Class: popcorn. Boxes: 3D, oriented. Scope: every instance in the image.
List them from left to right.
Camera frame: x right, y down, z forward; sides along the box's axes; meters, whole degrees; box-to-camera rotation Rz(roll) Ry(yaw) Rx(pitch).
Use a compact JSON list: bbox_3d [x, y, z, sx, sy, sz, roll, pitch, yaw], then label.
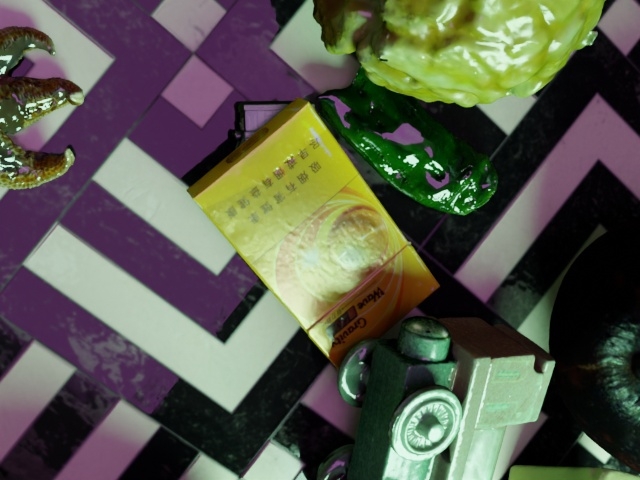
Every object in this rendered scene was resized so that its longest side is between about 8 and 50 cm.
[{"bbox_3d":[0.142,-0.254,0.776,0.247,0.282,0.282,26,92,-32],"label":"popcorn"}]

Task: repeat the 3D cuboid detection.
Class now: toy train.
[{"bbox_3d":[-0.046,-0.118,0.872,0.093,0.038,0.056,-3,97,-15],"label":"toy train"},{"bbox_3d":[0.123,0.228,0.921,0.221,0.150,0.305,2,108,-30],"label":"toy train"}]

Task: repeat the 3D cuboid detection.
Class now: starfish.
[{"bbox_3d":[-0.341,-0.118,0.762,0.238,0.071,0.216,-47,115,-28],"label":"starfish"}]

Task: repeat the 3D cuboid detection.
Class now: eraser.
[{"bbox_3d":[0.312,0.298,0.966,0.117,0.172,0.058,19,70,-17],"label":"eraser"}]

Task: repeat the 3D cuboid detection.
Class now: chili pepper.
[{"bbox_3d":[0.096,-0.107,0.902,0.224,0.061,0.098,34,89,-19],"label":"chili pepper"}]

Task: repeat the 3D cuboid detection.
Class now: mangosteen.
[{"bbox_3d":[0.404,0.109,0.922,0.300,0.300,0.301,-2,100,-15],"label":"mangosteen"}]

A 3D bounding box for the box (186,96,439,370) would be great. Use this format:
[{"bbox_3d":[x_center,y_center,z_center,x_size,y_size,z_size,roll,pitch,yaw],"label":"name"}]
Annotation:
[{"bbox_3d":[0.000,0.000,0.880,0.152,0.043,0.269,-39,118,-4],"label":"box"}]
